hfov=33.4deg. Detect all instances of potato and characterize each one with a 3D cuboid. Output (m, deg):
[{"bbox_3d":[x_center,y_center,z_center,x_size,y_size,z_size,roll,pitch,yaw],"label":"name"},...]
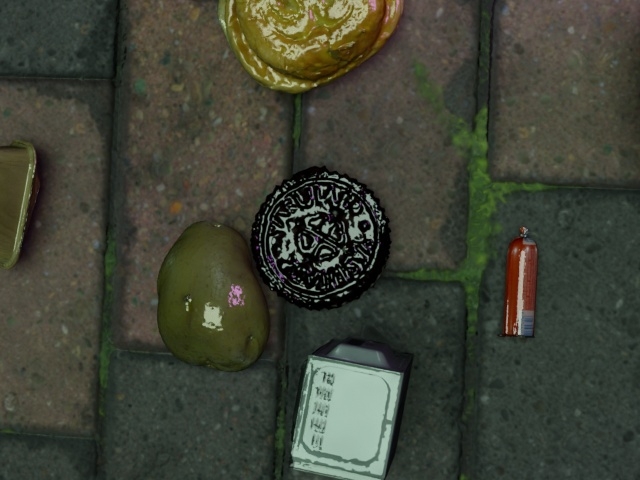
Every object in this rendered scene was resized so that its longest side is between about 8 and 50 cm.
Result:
[{"bbox_3d":[-0.139,0.071,1.392,0.157,0.157,0.194,1,74,8],"label":"potato"}]

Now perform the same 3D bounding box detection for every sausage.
[{"bbox_3d":[0.258,0.055,1.382,0.050,0.048,0.145,2,90,46],"label":"sausage"}]

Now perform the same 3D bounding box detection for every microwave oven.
[{"bbox_3d":[0.040,0.205,1.327,0.122,0.208,0.162,10,91,8],"label":"microwave oven"}]

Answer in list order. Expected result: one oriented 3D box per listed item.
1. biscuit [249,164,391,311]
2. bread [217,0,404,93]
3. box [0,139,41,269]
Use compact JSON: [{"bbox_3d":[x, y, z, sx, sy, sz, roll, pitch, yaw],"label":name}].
[{"bbox_3d":[0.000,0.000,1.412,0.195,0.053,0.194,0,90,8],"label":"biscuit"},{"bbox_3d":[-0.013,-0.303,1.383,0.236,0.120,0.198,-31,88,7],"label":"bread"},{"bbox_3d":[-0.435,-0.052,1.452,0.111,0.111,0.177,12,92,8],"label":"box"}]
